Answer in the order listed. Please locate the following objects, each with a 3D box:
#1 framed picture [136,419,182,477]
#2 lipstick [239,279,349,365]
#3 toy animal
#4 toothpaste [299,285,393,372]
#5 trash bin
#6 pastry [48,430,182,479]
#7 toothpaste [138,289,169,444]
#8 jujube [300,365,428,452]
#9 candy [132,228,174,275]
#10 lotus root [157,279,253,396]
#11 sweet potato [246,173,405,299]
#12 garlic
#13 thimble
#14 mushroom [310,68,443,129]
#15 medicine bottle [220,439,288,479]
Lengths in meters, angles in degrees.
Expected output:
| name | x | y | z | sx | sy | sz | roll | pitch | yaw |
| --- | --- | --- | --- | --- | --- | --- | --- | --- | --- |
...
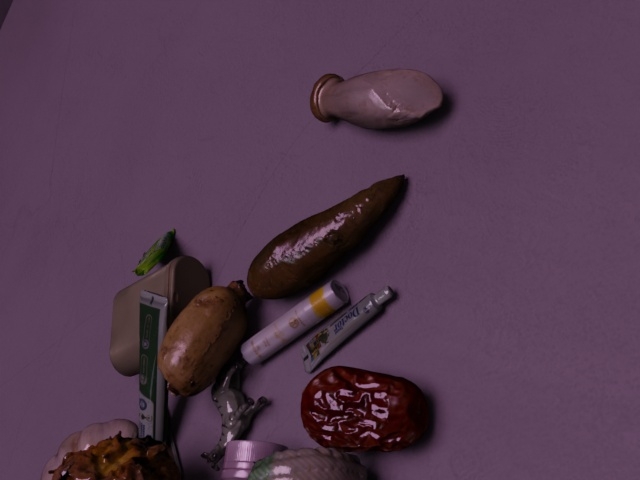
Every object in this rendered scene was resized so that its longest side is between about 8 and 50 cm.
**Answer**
| name | x | y | z | sx | sy | sz | roll | pitch | yaw |
| --- | --- | --- | --- | --- | --- | --- | --- | --- | --- |
| framed picture | -0.377 | 0.491 | 2.002 | 0.142 | 0.011 | 0.183 | -41 | 49 | 21 |
| lipstick | -0.056 | 0.173 | 1.823 | 0.264 | 0.059 | 0.059 | -36 | 50 | 25 |
| toy animal | -0.193 | 0.358 | 1.854 | 0.176 | 0.073 | 0.216 | -44 | 40 | 21 |
| toothpaste | 0.049 | 0.172 | 1.746 | 0.255 | 0.037 | 0.067 | -41 | 48 | 26 |
| trash bin | -0.381 | 0.185 | 2.077 | 0.247 | 0.121 | 0.243 | -26 | 55 | 36 |
| pastry | -0.438 | 0.589 | 1.737 | 0.293 | 0.337 | 0.405 | 22 | 110 | 9 |
| toothpaste | -0.369 | 0.305 | 1.946 | 0.099 | 0.061 | 0.391 | 11 | 102 | 41 |
| jujube | 0.078 | 0.304 | 1.580 | 0.230 | 0.155 | 0.155 | -5 | 68 | 34 |
| candy | -0.406 | 0.030 | 2.174 | 0.102 | 0.032 | 0.178 | -41 | 13 | 10 |
| lotus root | -0.245 | 0.202 | 1.881 | 0.284 | 0.146 | 0.160 | -53 | 7 | -20 |
| sweet potato | 0.001 | 0.000 | 1.810 | 0.423 | 0.130 | 0.130 | -37 | 50 | 21 |
| garlic | -0.532 | 0.521 | 1.998 | 0.203 | 0.185 | 0.280 | -103 | 29 | -79 |
| thimble | -0.023 | 0.456 | 1.552 | 0.219 | 0.219 | 0.150 | -23 | 56 | 33 |
| mushroom | 0.107 | -0.298 | 1.853 | 0.350 | 0.128 | 0.128 | 13 | 80 | 49 |
| medicine bottle | -0.134 | 0.516 | 1.681 | 0.133 | 0.133 | 0.249 | -13 | 64 | 38 |
